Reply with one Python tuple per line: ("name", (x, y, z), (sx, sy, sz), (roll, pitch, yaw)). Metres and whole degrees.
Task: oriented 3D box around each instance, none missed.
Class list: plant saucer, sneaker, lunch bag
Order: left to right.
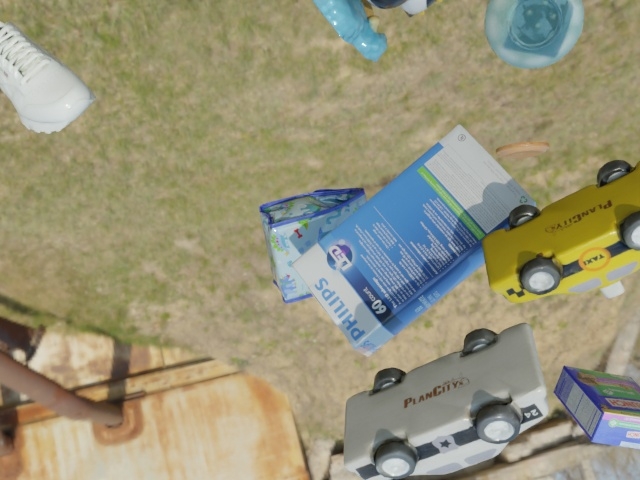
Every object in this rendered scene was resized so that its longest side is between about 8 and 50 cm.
("sneaker", (-0.366, -0.211, 0.904), (0.090, 0.235, 0.095), (-44, 142, -19))
("lunch bag", (0.000, 0.000, 1.037), (0.151, 0.129, 0.096), (-15, -152, -10))
("plant saucer", (0.322, -0.143, 1.167), (0.083, 0.013, 0.083), (-5, 176, 0))
("plant saucer", (0.426, -0.438, 1.461), (0.195, 0.195, 0.037), (-20, -164, 21))

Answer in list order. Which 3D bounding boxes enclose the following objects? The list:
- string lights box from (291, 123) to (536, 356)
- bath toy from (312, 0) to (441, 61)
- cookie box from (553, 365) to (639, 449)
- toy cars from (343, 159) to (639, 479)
("string lights box", (0.109, 0.002, 0.862), (0.259, 0.133, 0.077), (-39, 156, 4))
("bath toy", (0.154, -0.356, 0.872), (0.348, 0.129, 0.151), (-31, -167, 39))
("cookie box", (0.328, 0.187, 0.818), (0.091, 0.040, 0.107), (11, -164, -9))
("toy cars", (0.184, 0.080, 0.655), (0.394, 0.087, 0.176), (-47, -153, -14))
